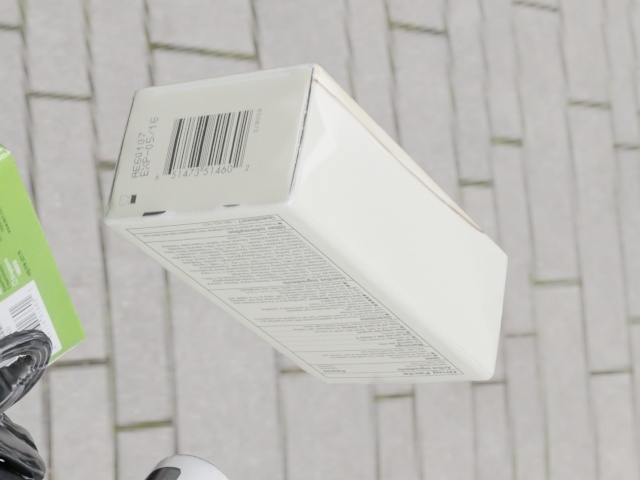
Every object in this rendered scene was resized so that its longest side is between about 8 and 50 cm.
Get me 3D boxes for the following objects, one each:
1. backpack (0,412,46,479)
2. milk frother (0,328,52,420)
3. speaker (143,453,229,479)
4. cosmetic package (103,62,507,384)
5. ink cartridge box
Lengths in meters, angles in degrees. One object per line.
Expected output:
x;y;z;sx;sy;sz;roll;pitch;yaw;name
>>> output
-0.309;0.144;1.038;0.263;0.276;0.213;11;108;-28;backpack
-0.208;0.020;0.848;0.143;0.129;0.135;74;0;-70;milk frother
-0.092;0.168;0.897;0.136;0.055;0.055;-51;124;-55;speaker
0.000;0.000;1.289;0.309;0.160;0.113;40;53;-51;cosmetic package
-0.299;-0.022;1.276;0.097;0.255;0.189;-36;135;-22;ink cartridge box
